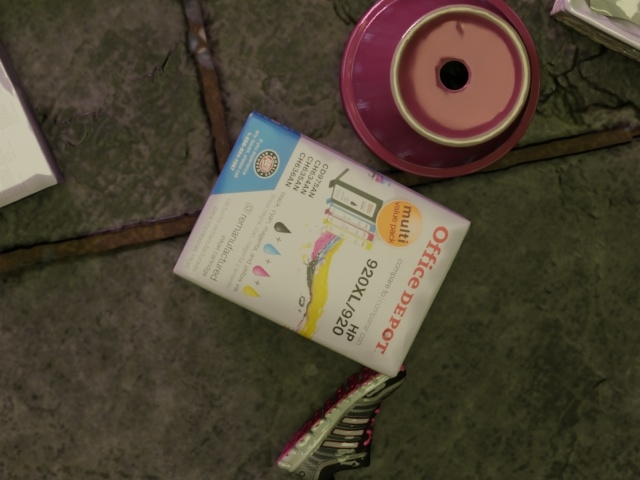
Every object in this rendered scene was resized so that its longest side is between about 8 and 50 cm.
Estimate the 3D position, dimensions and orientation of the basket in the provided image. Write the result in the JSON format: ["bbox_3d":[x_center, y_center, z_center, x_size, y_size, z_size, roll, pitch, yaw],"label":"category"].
[{"bbox_3d":[0.324,-0.241,1.272,0.167,0.103,0.113,25,94,-5],"label":"basket"}]

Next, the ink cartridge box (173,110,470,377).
[{"bbox_3d":[0.000,0.000,1.251,0.233,0.168,0.171,26,93,-5],"label":"ink cartridge box"}]

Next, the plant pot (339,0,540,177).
[{"bbox_3d":[0.123,-0.156,1.235,0.201,0.180,0.201,0,96,-3],"label":"plant pot"}]

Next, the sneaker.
[{"bbox_3d":[0.036,0.195,1.327,0.075,0.063,0.170,44,98,-5],"label":"sneaker"}]

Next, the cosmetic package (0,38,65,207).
[{"bbox_3d":[-0.352,-0.148,1.279,0.099,0.060,0.239,-23,96,-2],"label":"cosmetic package"}]
